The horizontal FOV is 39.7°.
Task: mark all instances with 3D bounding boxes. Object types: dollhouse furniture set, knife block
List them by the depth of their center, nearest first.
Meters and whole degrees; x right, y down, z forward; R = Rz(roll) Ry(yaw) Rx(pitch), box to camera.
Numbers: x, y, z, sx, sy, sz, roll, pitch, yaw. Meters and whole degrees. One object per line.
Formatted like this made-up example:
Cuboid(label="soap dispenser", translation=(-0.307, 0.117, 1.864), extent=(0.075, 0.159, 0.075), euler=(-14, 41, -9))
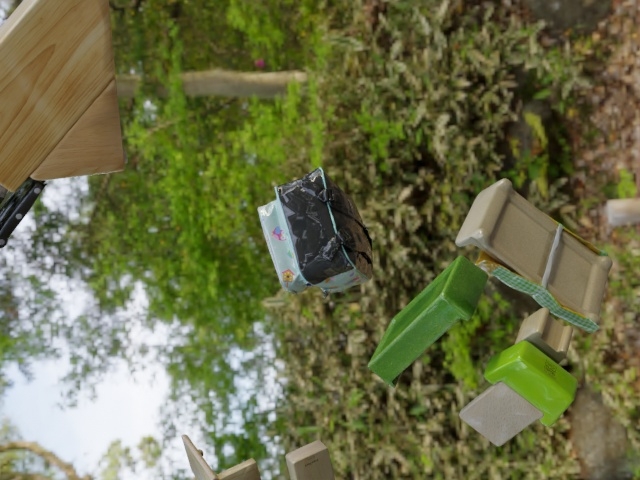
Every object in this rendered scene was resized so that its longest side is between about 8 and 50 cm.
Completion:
Cuboid(label="knife block", translation=(-0.309, -0.126, 0.818), extent=(0.088, 0.242, 0.276), euler=(-131, 38, -61))
Cuboid(label="dollhouse furniture set", translation=(0.222, 0.086, 1.099), extent=(0.151, 0.197, 0.301), euler=(-51, 2, 40))
Cuboid(label="dollhouse furniture set", translation=(-0.075, 0.309, 1.148), extent=(0.123, 0.151, 0.144), euler=(27, 134, 60))

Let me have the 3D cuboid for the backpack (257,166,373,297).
Cuboid(label="backpack", translation=(0.000, 0.000, 1.306), extent=(0.188, 0.144, 0.166), euler=(21, -135, -66))
